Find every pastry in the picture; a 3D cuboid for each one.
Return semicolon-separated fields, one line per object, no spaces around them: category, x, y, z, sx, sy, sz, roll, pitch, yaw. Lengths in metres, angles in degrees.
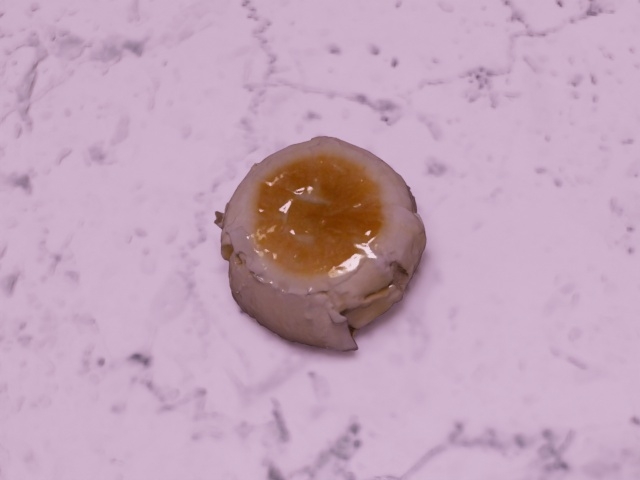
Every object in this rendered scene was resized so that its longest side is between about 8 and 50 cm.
pastry;0.000;0.000;1.199;0.166;0.088;0.166;-5;62;10
